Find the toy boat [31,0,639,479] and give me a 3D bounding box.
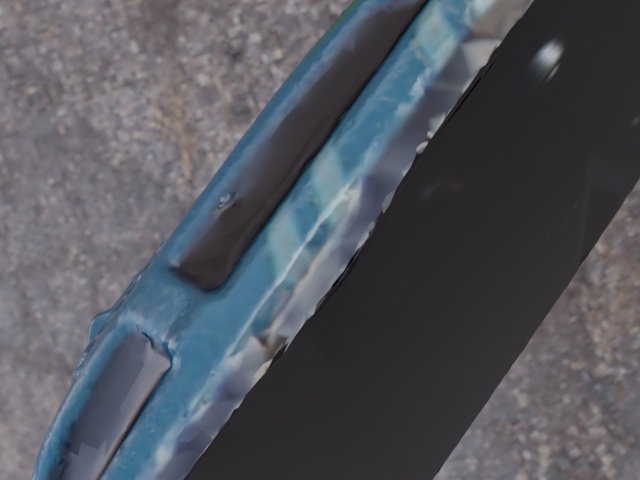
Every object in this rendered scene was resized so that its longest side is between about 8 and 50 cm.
[{"bbox_3d":[0.000,0.000,0.421,0.092,0.299,0.134,34,172,25],"label":"toy boat"}]
